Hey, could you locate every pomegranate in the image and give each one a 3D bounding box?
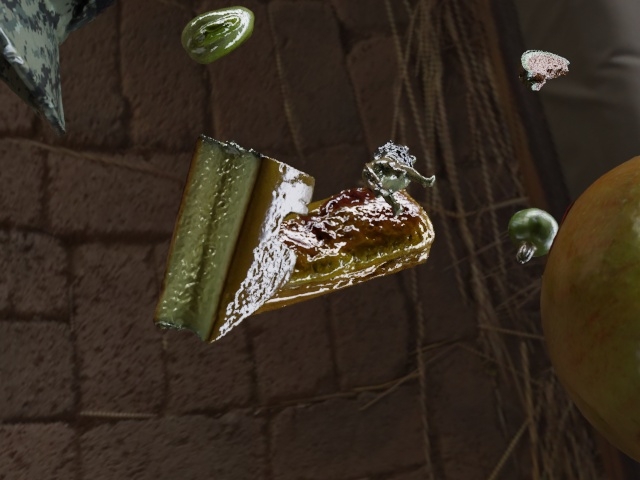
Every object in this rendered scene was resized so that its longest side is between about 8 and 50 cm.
[{"bbox_3d":[0.299,-0.003,1.381,0.073,0.073,0.084,11,73,-19],"label":"pomegranate"}]

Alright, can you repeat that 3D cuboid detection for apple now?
[{"bbox_3d":[0.378,0.059,0.948,0.339,0.305,0.338,-1,70,4],"label":"apple"}]

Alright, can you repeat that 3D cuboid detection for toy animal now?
[{"bbox_3d":[0.091,-0.073,1.228,0.086,0.220,0.069,39,104,-2],"label":"toy animal"}]

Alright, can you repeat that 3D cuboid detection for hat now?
[{"bbox_3d":[-0.211,-0.200,0.679,0.128,0.265,0.265,-37,89,-15],"label":"hat"}]

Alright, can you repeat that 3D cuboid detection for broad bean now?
[{"bbox_3d":[-0.178,-0.367,1.727,0.082,0.124,0.174,58,28,-14],"label":"broad bean"}]

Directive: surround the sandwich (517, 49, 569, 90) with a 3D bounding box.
[{"bbox_3d":[0.358,-0.280,1.600,0.067,0.029,0.135,42,39,22],"label":"sandwich"}]

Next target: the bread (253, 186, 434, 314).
[{"bbox_3d":[0.000,0.000,1.656,0.381,0.109,0.185,-16,48,-24],"label":"bread"}]

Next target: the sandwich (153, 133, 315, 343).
[{"bbox_3d":[-0.106,0.005,1.162,0.128,0.122,0.235,24,80,-50],"label":"sandwich"}]
